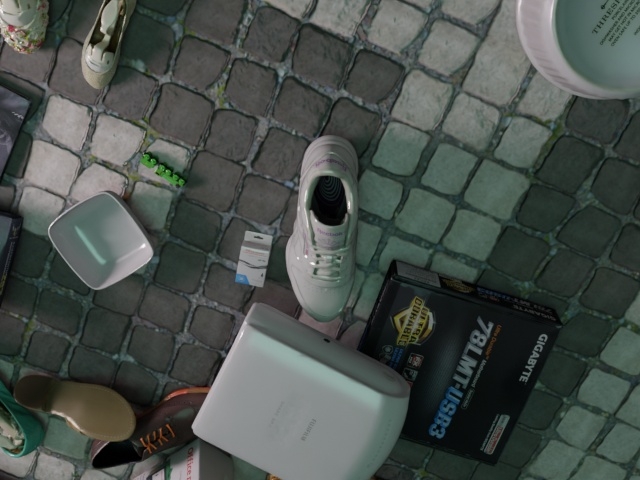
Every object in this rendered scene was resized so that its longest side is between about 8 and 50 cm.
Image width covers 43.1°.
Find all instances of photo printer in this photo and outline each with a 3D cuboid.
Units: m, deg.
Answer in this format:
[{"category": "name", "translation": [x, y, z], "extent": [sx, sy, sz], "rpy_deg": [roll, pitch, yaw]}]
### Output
[{"category": "photo printer", "translation": [-0.024, 0.272, 1.316], "extent": [0.307, 0.107, 0.256], "rpy_deg": [28, 113, -2]}]

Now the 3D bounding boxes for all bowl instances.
[{"category": "bowl", "translation": [-0.351, -0.006, 1.317], "extent": [0.142, 0.053, 0.142], "rpy_deg": [-30, 108, 14]}]

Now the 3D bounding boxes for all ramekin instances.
[{"category": "ramekin", "translation": [0.409, -0.316, 1.102], "extent": [0.273, 0.127, 0.273], "rpy_deg": [1, 113, 3]}]

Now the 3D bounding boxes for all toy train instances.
[{"category": "toy train", "translation": [-0.249, -0.111, 1.288], "extent": [0.083, 0.017, 0.024], "rpy_deg": [36, 119, -11]}]

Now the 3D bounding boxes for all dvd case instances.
[{"category": "dvd case", "translation": [-0.583, -0.201, 1.273], "extent": [0.221, 0.018, 0.164], "rpy_deg": [28, 111, -7]}]

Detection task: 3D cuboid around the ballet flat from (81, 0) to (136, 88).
[{"category": "ballet flat", "translation": [-0.320, -0.301, 1.196], "extent": [0.057, 0.052, 0.168], "rpy_deg": [21, 112, -5]}]

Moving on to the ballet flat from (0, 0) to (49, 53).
[{"category": "ballet flat", "translation": [-0.434, -0.383, 1.158], "extent": [0.091, 0.077, 0.241], "rpy_deg": [10, 113, -1]}]

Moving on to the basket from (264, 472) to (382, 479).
[{"category": "basket", "translation": [0.020, 0.547, 1.427], "extent": [0.299, 0.223, 0.213], "rpy_deg": [19, 112, -5]}]

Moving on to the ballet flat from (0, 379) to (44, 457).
[{"category": "ballet flat", "translation": [-0.591, 0.290, 1.434], "extent": [0.083, 0.087, 0.247], "rpy_deg": [-35, 106, 16]}]

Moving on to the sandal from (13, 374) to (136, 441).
[{"category": "sandal", "translation": [-0.423, 0.299, 1.443], "extent": [0.240, 0.088, 0.079], "rpy_deg": [15, 158, 13]}]

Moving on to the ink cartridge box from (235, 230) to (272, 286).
[{"category": "ink cartridge box", "translation": [-0.109, 0.030, 1.329], "extent": [0.048, 0.028, 0.083], "rpy_deg": [11, 112, -1]}]

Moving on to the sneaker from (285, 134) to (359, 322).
[{"category": "sneaker", "translation": [0.000, 0.000, 1.245], "extent": [0.114, 0.152, 0.305], "rpy_deg": [1, 114, 1]}]

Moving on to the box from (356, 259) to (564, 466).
[{"category": "box", "translation": [0.209, 0.210, 1.360], "extent": [0.293, 0.073, 0.295], "rpy_deg": [18, 113, -3]}]

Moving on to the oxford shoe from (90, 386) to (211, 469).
[{"category": "oxford shoe", "translation": [-0.279, 0.341, 1.428], "extent": [0.271, 0.098, 0.097], "rpy_deg": [-24, 108, 12]}]

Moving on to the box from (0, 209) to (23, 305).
[{"category": "box", "translation": [-0.623, 0.017, 1.317], "extent": [0.232, 0.059, 0.183], "rpy_deg": [15, 95, -3]}]

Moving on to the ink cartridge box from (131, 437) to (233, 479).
[{"category": "ink cartridge box", "translation": [-0.265, 0.477, 1.442], "extent": [0.219, 0.160, 0.092], "rpy_deg": [-35, 123, 15]}]
